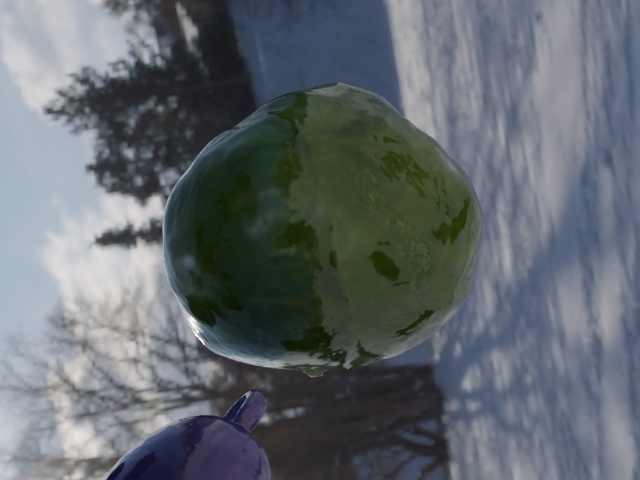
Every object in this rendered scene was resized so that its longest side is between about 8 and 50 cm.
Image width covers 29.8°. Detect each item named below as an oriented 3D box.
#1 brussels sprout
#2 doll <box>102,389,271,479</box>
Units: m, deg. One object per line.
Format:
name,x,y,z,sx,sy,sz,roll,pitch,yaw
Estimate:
brussels sprout,0.000,0.000,0.868,0.244,0.244,0.244,-10,-90,-87
doll,-0.069,0.121,0.330,0.206,0.067,0.110,-54,10,-32
